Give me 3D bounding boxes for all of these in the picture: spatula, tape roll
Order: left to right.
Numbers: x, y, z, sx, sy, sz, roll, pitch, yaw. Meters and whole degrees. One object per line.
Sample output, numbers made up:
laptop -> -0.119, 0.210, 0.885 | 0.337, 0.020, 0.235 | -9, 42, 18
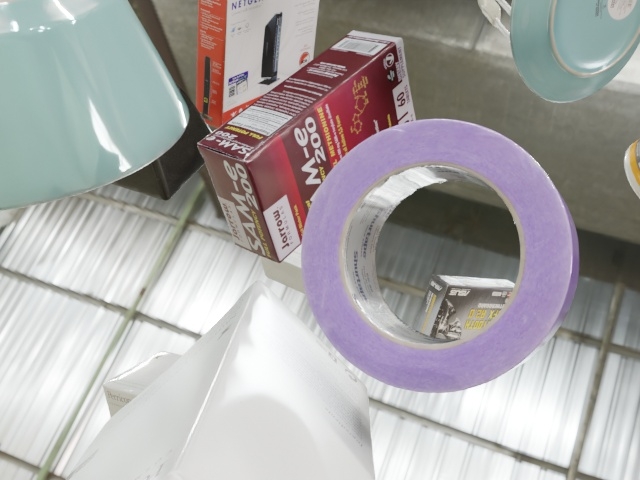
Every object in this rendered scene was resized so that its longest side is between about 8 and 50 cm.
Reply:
tape roll -> 0.087, 0.012, 0.575 | 0.189, 0.189, 0.080 | 12, 1, 22
spatula -> 0.347, -0.426, 1.465 | 0.019, 0.242, 0.168 | -23, -34, -7

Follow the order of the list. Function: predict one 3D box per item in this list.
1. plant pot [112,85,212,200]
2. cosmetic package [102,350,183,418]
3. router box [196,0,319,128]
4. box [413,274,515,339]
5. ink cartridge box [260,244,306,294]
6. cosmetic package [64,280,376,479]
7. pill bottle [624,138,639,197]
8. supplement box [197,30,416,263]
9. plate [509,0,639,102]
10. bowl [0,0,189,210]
plant pot -> -0.347, -0.219, 1.603 | 0.187, 0.188, 0.167 | 17, -39, 26
cosmetic package -> -0.238, 0.402, 1.426 | 0.197, 0.155, 0.365 | 2, -70, 38
router box -> -0.139, -0.446, 1.802 | 0.082, 0.335, 0.301 | 26, -51, 26
box -> 0.307, 0.170, 1.690 | 0.231, 0.183, 0.056 | 6, 18, -35
ink cartridge box -> 0.000, 0.000, 1.279 | 0.104, 0.180, 0.060 | 20, -41, 36
cosmetic package -> -0.083, 0.188, 0.558 | 0.156, 0.217, 0.385 | 46, 6, -5
pill bottle -> 0.694, -0.169, 1.401 | 0.162, 0.162, 0.278 | 30, -38, -16
supplement box -> -0.002, -0.102, 0.820 | 0.073, 0.239, 0.130 | 22, -38, 39
plate -> 0.255, -0.219, 0.742 | 0.188, 0.188, 0.024 | 44, -4, -38
bowl -> -0.294, -0.171, 0.768 | 0.311, 0.311, 0.163 | 11, -54, 24
